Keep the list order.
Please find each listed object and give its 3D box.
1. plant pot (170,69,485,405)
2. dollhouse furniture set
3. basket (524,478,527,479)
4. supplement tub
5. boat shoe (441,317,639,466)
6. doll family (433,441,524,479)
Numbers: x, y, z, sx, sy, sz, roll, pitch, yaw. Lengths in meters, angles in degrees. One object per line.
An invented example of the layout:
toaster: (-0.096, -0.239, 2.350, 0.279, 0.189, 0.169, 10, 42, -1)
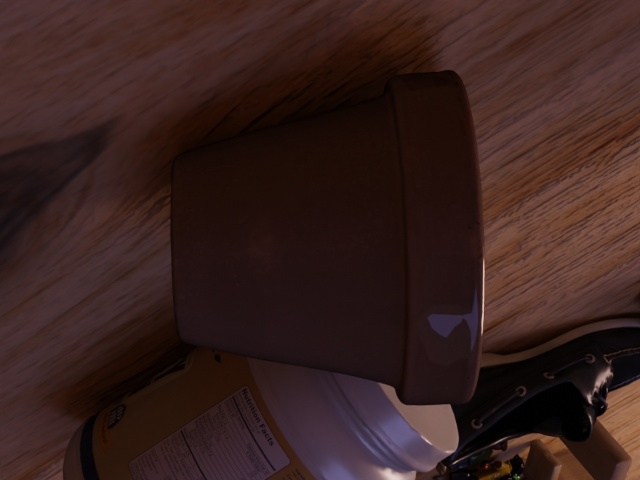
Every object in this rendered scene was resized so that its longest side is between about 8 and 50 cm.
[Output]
plant pot: (0.000, 0.000, 1.268, 0.229, 0.263, 0.263, -1, 146, -3)
dollhouse furniture set: (0.353, 0.266, 2.007, 0.123, 0.144, 0.151, -13, 133, -27)
basket: (0.336, 0.370, 2.111, 0.113, 0.167, 0.103, 0, 135, -35)
supplement tub: (-0.054, 0.193, 1.504, 0.316, 0.228, 0.228, -34, 148, 15)
boat shoe: (0.258, 0.176, 1.805, 0.340, 0.113, 0.127, -8, 144, -26)
doll family: (0.204, 0.301, 2.006, 0.111, 0.076, 0.193, -23, 154, -12)
